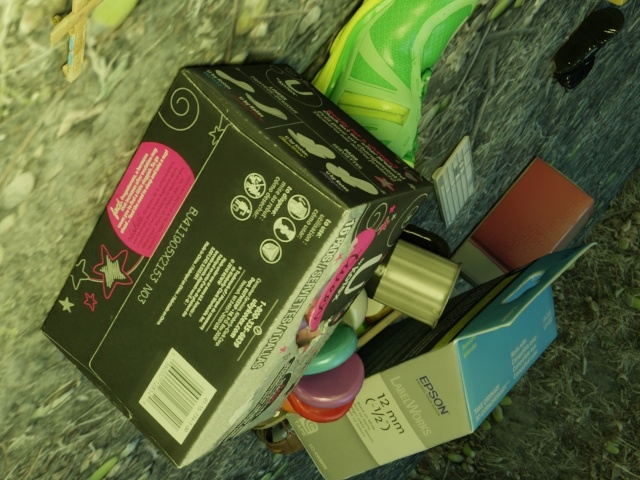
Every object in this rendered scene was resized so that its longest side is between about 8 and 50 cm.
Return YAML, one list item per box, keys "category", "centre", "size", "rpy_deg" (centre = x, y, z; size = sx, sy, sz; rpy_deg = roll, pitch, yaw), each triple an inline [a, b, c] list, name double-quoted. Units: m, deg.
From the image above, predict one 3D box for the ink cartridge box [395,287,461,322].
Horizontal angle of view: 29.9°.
- category: "ink cartridge box"
  centre: [0.146, 0.090, 1.714]
  size: [0.052, 0.122, 0.088]
  rpy_deg: [-38, 160, -39]

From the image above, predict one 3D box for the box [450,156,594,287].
- category: "box"
  centre: [0.345, -0.005, 2.040]
  size: [0.232, 0.127, 0.148]
  rpy_deg: [-50, 165, -1]

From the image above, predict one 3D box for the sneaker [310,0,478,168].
- category: "sneaker"
  centre: [0.045, -0.099, 0.991]
  size: [0.295, 0.123, 0.109]
  rpy_deg: [-53, 164, 9]

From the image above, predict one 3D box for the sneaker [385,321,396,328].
- category: "sneaker"
  centre: [0.131, 0.234, 1.935]
  size: [0.281, 0.162, 0.106]
  rpy_deg: [-47, 164, -9]

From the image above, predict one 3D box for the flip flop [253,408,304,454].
- category: "flip flop"
  centre: [-0.042, 0.245, 1.592]
  size: [0.112, 0.080, 0.277]
  rpy_deg: [-29, 166, -11]

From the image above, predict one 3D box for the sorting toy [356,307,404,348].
- category: "sorting toy"
  centre: [0.030, 0.122, 1.540]
  size: [0.193, 0.038, 0.208]
  rpy_deg: [-32, 176, 42]

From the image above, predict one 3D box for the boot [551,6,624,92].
- category: "boot"
  centre: [0.370, -0.263, 1.660]
  size: [0.121, 0.045, 0.099]
  rpy_deg: [-43, 163, 3]

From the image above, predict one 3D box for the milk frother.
- category: "milk frother"
  centre: [0.097, 0.005, 1.348]
  size: [0.143, 0.135, 0.129]
  rpy_deg: [109, 5, -58]

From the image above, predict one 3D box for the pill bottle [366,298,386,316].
- category: "pill bottle"
  centre: [0.083, 0.035, 1.493]
  size: [0.137, 0.078, 0.078]
  rpy_deg: [-32, 157, -49]

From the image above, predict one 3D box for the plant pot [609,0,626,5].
- category: "plant pot"
  centre: [0.327, -0.328, 1.331]
  size: [0.081, 0.081, 0.083]
  rpy_deg: [-42, 148, -27]

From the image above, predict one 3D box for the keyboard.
- category: "keyboard"
  centre: [0.186, -0.077, 1.642]
  size: [0.072, 0.014, 0.256]
  rpy_deg: [-49, 165, -4]

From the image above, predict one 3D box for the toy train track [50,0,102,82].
- category: "toy train track"
  centre: [-0.137, -0.116, 0.655]
  size: [0.048, 0.014, 0.083]
  rpy_deg: [-49, 172, -29]

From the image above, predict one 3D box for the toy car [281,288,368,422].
- category: "toy car"
  centre: [-0.011, 0.130, 1.307]
  size: [0.159, 0.136, 0.182]
  rpy_deg: [-27, 156, -22]

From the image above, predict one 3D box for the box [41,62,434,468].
- category: "box"
  centre: [-0.061, 0.014, 0.883]
  size: [0.142, 0.163, 0.247]
  rpy_deg: [-20, 147, -58]

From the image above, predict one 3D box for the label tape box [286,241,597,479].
- category: "label tape box"
  centre: [0.162, 0.143, 1.413]
  size: [0.347, 0.115, 0.249]
  rpy_deg: [-27, -175, 40]
